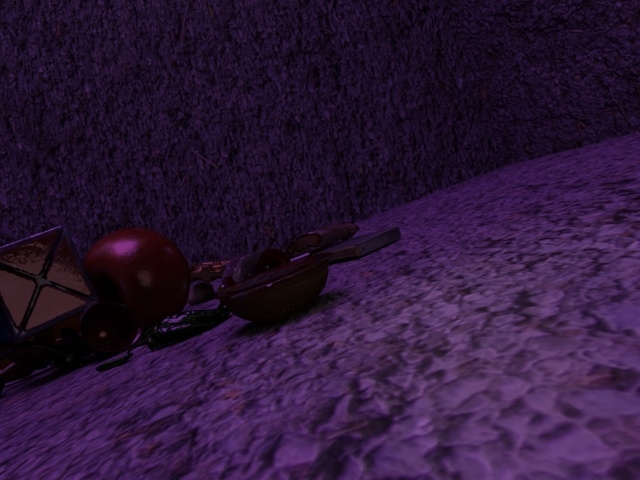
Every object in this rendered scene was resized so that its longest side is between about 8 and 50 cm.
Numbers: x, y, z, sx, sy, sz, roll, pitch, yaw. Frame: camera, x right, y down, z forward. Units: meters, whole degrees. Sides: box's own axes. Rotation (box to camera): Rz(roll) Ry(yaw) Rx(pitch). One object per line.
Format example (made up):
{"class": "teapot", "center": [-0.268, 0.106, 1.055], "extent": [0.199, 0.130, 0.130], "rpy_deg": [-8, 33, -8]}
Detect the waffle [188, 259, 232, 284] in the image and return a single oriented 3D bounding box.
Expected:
{"class": "waffle", "center": [-0.348, 0.114, 2.300], "extent": [0.347, 0.078, 0.304], "rpy_deg": [-6, 1, 0]}

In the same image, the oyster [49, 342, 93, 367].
{"class": "oyster", "center": [-0.739, 0.343, 1.786], "extent": [0.165, 0.053, 0.108], "rpy_deg": [-27, -9, -13]}

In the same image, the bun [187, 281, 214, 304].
{"class": "bun", "center": [-0.472, 0.203, 2.295], "extent": [0.115, 0.069, 0.115], "rpy_deg": [-22, 3, 1]}

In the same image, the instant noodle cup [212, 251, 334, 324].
{"class": "instant noodle cup", "center": [-0.084, 0.110, 1.237], "extent": [0.273, 0.091, 0.274], "rpy_deg": [-21, 4, 1]}

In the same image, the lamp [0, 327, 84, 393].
{"class": "lamp", "center": [-0.830, 0.323, 1.677], "extent": [0.283, 0.125, 0.203], "rpy_deg": [-21, 20, -10]}

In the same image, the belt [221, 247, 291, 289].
{"class": "belt", "center": [-0.198, 0.099, 1.794], "extent": [0.200, 0.128, 0.124], "rpy_deg": [-19, 1, -33]}

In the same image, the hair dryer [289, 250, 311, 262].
{"class": "hair dryer", "center": [-0.069, 0.087, 1.947], "extent": [0.100, 0.057, 0.198], "rpy_deg": [-22, 9, -3]}

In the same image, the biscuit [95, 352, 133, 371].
{"class": "biscuit", "center": [-0.496, 0.294, 1.415], "extent": [0.089, 0.016, 0.046], "rpy_deg": [-20, 2, 8]}

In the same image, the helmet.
{"class": "helmet", "center": [-0.601, 0.260, 1.678], "extent": [0.175, 0.155, 0.106], "rpy_deg": [-14, -21, -38]}

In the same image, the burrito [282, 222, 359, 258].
{"class": "burrito", "center": [0.005, -0.005, 2.540], "extent": [0.347, 0.107, 0.175], "rpy_deg": [-20, -11, -36]}

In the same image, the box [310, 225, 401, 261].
{"class": "box", "center": [0.112, 0.021, 1.899], "extent": [0.210, 0.045, 0.270], "rpy_deg": [-23, 4, -34]}

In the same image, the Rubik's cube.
{"class": "Rubik's cube", "center": [-0.825, 0.138, 1.679], "extent": [0.254, 0.259, 0.260], "rpy_deg": [-25, 1, -39]}

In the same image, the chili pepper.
{"class": "chili pepper", "center": [-0.345, 0.211, 1.458], "extent": [0.278, 0.065, 0.122], "rpy_deg": [-20, -6, -20]}

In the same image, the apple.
{"class": "apple", "center": [-0.580, 0.127, 1.859], "extent": [0.348, 0.349, 0.277], "rpy_deg": [-18, 9, 31]}

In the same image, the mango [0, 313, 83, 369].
{"class": "mango", "center": [-1.042, 0.341, 2.226], "extent": [0.299, 0.232, 0.445], "rpy_deg": [-12, 15, 38]}

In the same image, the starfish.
{"class": "starfish", "center": [-0.934, 0.324, 1.891], "extent": [0.398, 0.384, 0.132], "rpy_deg": [-28, 48, -30]}

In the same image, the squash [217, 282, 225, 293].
{"class": "squash", "center": [-0.254, 0.142, 2.015], "extent": [0.228, 0.066, 0.066], "rpy_deg": [-22, 4, -37]}
